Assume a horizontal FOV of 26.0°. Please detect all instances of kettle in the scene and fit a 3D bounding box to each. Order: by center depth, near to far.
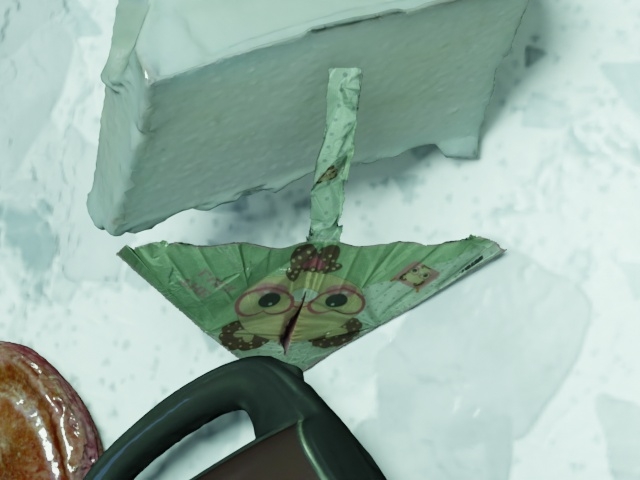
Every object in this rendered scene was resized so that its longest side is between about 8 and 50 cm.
[{"bbox_3d":[-0.064,0.191,0.792,0.232,0.144,0.202,-40,52,5],"label":"kettle"}]

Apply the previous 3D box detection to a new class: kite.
[{"bbox_3d":[0.000,0.001,0.774,0.229,0.250,0.012,-3,48,-17],"label":"kite"}]

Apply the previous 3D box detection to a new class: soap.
[{"bbox_3d":[-0.047,-0.182,0.783,0.258,0.159,0.302,-18,67,-18],"label":"soap"}]

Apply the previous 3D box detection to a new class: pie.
[{"bbox_3d":[-0.223,0.155,0.904,0.182,0.049,0.182,-3,81,18],"label":"pie"}]
